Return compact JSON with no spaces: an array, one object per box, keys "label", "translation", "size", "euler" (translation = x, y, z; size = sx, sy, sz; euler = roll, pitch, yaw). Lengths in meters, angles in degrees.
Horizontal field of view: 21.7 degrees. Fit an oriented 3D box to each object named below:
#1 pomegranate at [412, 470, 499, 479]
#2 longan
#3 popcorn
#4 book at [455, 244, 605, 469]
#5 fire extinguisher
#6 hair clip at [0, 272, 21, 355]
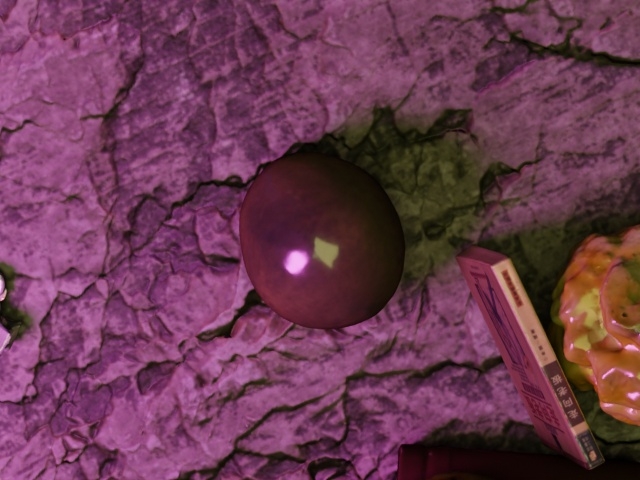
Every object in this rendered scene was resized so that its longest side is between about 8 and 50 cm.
[{"label":"pomegranate","translation":[0.139,0.407,1.604],"size":[0.309,0.216,0.359],"euler":[-4,88,-4]},{"label":"longan","translation":[0.000,0.000,1.706],"size":[0.167,0.167,0.187],"euler":[-31,75,7]},{"label":"popcorn","translation":[0.374,0.075,1.672],"size":[0.286,0.215,0.252],"euler":[12,74,1]},{"label":"book","translation":[0.212,0.117,1.711],"size":[0.026,0.161,0.231],"euler":[-27,97,-6]},{"label":"fire extinguisher","translation":[0.247,0.290,1.761],"size":[0.337,0.114,0.135],"euler":[3,115,3]},{"label":"hair clip","translation":[-0.404,0.066,1.788],"size":[0.172,0.049,0.116],"euler":[29,95,0]}]
